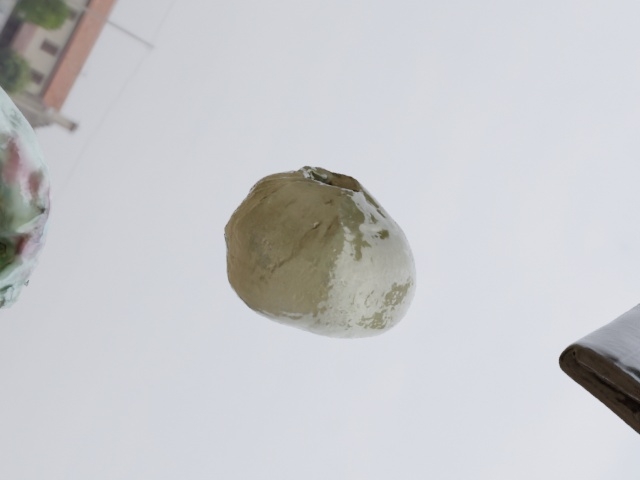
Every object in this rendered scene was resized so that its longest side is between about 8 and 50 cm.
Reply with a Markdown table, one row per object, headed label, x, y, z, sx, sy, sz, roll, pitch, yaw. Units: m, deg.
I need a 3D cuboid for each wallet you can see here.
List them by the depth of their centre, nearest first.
| label | x | y | z | sx | sy | sz | roll | pitch | yaw |
| --- | --- | --- | --- | --- | --- | --- | --- | --- | --- |
| wallet | 0.339 | 0.133 | 0.950 | 0.229 | 0.182 | 0.049 | -14 | 136 | -55 |

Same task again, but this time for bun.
| label | x | y | z | sx | sy | sz | roll | pitch | yaw |
| --- | --- | --- | --- | --- | --- | --- | --- | --- | --- |
| bun | 0.000 | 0.000 | 0.833 | 0.173 | 0.167 | 0.113 | 30 | -69 | 32 |

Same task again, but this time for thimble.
| label | x | y | z | sx | sy | sz | roll | pitch | yaw |
| --- | --- | --- | --- | --- | --- | --- | --- | --- | --- |
| thimble | -0.276 | -0.036 | 0.663 | 0.185 | 0.211 | 0.149 | -49 | -153 | -6 |
